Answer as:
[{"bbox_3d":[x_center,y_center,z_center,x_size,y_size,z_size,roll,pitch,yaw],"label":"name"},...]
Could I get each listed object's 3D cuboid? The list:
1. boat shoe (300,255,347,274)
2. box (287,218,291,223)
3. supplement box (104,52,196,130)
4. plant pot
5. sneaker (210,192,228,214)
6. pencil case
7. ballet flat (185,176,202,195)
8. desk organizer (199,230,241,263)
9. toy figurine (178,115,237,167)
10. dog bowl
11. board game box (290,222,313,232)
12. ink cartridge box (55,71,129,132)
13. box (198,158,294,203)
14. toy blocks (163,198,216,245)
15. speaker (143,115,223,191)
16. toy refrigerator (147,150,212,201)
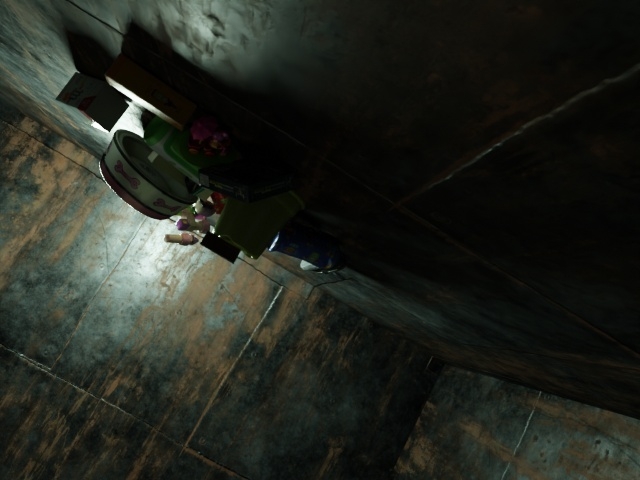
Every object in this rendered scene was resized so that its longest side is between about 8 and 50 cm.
[{"bbox_3d":[0.010,0.110,2.218,0.119,0.121,0.335,38,165,-16],"label":"boat shoe"},{"bbox_3d":[-0.214,-0.115,1.972,0.201,0.057,0.293,31,168,-3],"label":"box"},{"bbox_3d":[-0.460,-0.400,1.317,0.233,0.078,0.080,33,168,-13],"label":"supplement box"},{"bbox_3d":[-0.232,-0.083,1.666,0.276,0.253,0.276,28,168,6],"label":"plant pot"},{"bbox_3d":[-0.438,-0.175,2.120,0.279,0.118,0.107,35,167,-23],"label":"sneaker"},{"bbox_3d":[-0.073,0.021,1.866,0.306,0.133,0.119,20,-153,-32],"label":"pencil case"},{"bbox_3d":[-0.431,-0.242,1.818,0.281,0.095,0.096,-13,108,41],"label":"ballet flat"},{"bbox_3d":[-0.331,0.023,1.597,0.130,0.050,0.047,31,168,-5],"label":"desk organizer"},{"bbox_3d":[-0.314,-0.292,1.388,0.173,0.130,0.159,11,164,-17],"label":"toy figurine"},{"bbox_3d":[-0.701,-0.252,1.949,0.408,0.150,0.408,45,-169,-12],"label":"dog bowl"},{"bbox_3d":[-0.044,0.003,2.043,0.141,0.048,0.170,19,160,50],"label":"board game box"},{"bbox_3d":[-0.787,-0.478,1.663,0.176,0.128,0.127,23,166,28],"label":"ink cartridge box"},{"bbox_3d":[-0.222,-0.182,1.441,0.233,0.183,0.059,22,122,36],"label":"box"},{"bbox_3d":[-0.593,-0.157,2.288,0.260,0.309,0.288,6,-129,-55],"label":"toy blocks"},{"bbox_3d":[-0.435,-0.286,1.598,0.131,0.131,0.296,18,163,46],"label":"speaker"},{"bbox_3d":[-0.548,-0.282,1.941,0.269,0.102,0.094,39,179,-37],"label":"toy refrigerator"}]
